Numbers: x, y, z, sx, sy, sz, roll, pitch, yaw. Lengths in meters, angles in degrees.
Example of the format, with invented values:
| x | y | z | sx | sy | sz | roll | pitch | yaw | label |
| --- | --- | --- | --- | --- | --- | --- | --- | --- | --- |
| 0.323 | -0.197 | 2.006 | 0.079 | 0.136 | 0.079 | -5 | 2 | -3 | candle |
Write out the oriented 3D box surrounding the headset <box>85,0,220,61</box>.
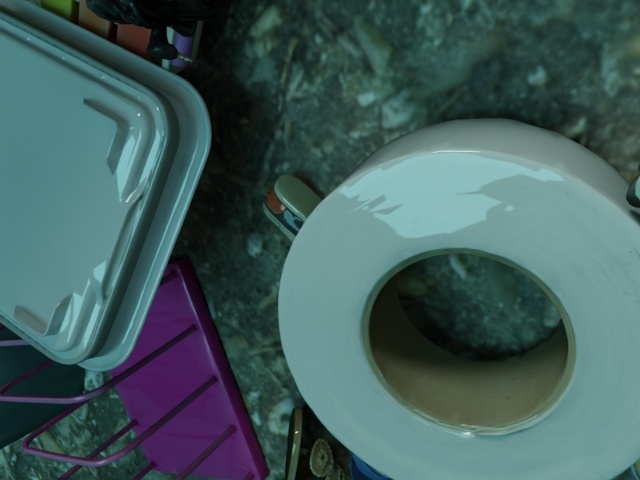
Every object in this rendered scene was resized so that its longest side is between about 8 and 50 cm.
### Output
| x | y | z | sx | sy | sz | roll | pitch | yaw | label |
| --- | --- | --- | --- | --- | --- | --- | --- | --- | --- |
| 0.031 | -0.257 | 0.398 | 0.394 | 0.185 | 0.243 | -34 | 91 | 27 | headset |

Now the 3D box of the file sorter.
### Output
| x | y | z | sx | sy | sz | roll | pitch | yaw | label |
| --- | --- | --- | --- | --- | --- | --- | --- | --- | --- |
| -0.231 | 0.197 | 0.782 | 0.202 | 0.182 | 0.291 | -8 | 107 | 36 | file sorter |

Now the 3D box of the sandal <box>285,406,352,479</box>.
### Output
| x | y | z | sx | sy | sz | roll | pitch | yaw | label |
| --- | --- | --- | --- | --- | --- | --- | --- | --- | --- |
| -0.006 | 0.272 | 0.754 | 0.079 | 0.088 | 0.240 | 8 | 128 | -5 | sandal |

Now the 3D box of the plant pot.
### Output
| x | y | z | sx | sy | sz | roll | pitch | yaw | label |
| --- | --- | --- | --- | --- | --- | --- | --- | --- | --- |
| -0.518 | 0.180 | 0.929 | 0.293 | 0.235 | 0.293 | 14 | 119 | 27 | plant pot |

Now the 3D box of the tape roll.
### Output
| x | y | z | sx | sy | sz | roll | pitch | yaw | label |
| --- | --- | --- | --- | --- | --- | --- | --- | --- | --- |
| 0.114 | 0.057 | 0.511 | 0.286 | 0.100 | 0.286 | 8 | 115 | 17 | tape roll |

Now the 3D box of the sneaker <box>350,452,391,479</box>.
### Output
| x | y | z | sx | sy | sz | roll | pitch | yaw | label |
| --- | --- | --- | --- | --- | --- | --- | --- | --- | --- |
| 0.060 | 0.211 | 0.676 | 0.053 | 0.059 | 0.144 | 33 | 127 | 14 | sneaker |

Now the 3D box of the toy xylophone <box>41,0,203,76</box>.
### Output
| x | y | z | sx | sy | sz | roll | pitch | yaw | label |
| --- | --- | --- | --- | --- | --- | --- | --- | --- | --- |
| -0.222 | -0.246 | 0.634 | 0.322 | 0.081 | 0.236 | 25 | 123 | 22 | toy xylophone |

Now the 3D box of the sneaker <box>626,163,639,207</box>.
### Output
| x | y | z | sx | sy | sz | roll | pitch | yaw | label |
| --- | --- | --- | --- | --- | --- | --- | --- | --- | --- |
| 0.346 | -0.081 | 0.278 | 0.182 | 0.158 | 0.410 | 57 | 138 | 17 | sneaker |

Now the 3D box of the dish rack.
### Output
| x | y | z | sx | sy | sz | roll | pitch | yaw | label |
| --- | --- | --- | --- | --- | --- | --- | --- | --- | --- |
| -0.277 | -0.061 | 0.606 | 0.332 | 0.072 | 0.286 | 29 | 104 | 19 | dish rack |

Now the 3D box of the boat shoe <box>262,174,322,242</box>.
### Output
| x | y | z | sx | sy | sz | roll | pitch | yaw | label |
| --- | --- | --- | --- | --- | --- | --- | --- | --- | --- |
| 0.000 | 0.000 | 0.625 | 0.137 | 0.049 | 0.043 | 46 | 135 | 5 | boat shoe |

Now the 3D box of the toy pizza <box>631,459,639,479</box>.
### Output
| x | y | z | sx | sy | sz | roll | pitch | yaw | label |
| --- | --- | --- | --- | --- | --- | --- | --- | --- | --- |
| 0.331 | 0.168 | 0.496 | 0.201 | 0.032 | 0.201 | 14 | 118 | 27 | toy pizza |
